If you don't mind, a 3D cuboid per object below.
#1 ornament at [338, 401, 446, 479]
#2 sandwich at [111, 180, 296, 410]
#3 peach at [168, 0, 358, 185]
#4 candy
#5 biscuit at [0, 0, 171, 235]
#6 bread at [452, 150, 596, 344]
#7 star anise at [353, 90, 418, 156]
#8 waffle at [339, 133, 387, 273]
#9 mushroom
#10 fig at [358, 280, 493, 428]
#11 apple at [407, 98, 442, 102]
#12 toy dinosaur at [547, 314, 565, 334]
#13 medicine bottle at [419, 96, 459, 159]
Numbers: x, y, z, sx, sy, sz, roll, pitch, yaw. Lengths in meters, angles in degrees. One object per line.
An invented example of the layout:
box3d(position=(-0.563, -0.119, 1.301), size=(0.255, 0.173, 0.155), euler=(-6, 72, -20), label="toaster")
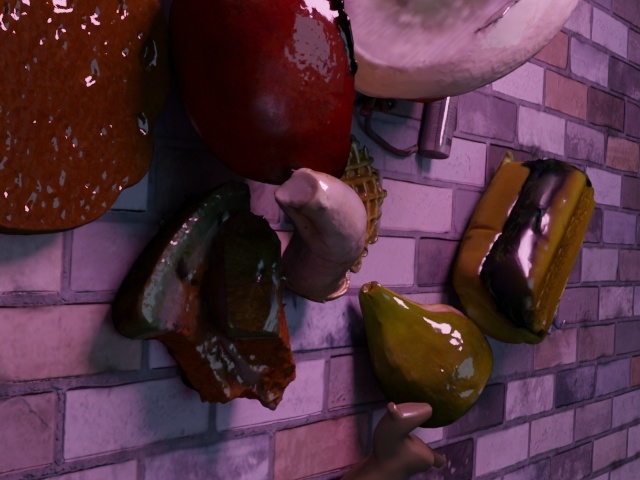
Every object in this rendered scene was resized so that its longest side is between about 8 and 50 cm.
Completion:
box3d(position=(0.118, 0.360, 1.588), size=(0.230, 0.061, 0.245), euler=(-43, 136, 8), label="ornament")
box3d(position=(-0.110, 0.101, 1.275), size=(0.250, 0.162, 0.301), euler=(-49, 127, -35), label="sandwich")
box3d(position=(-0.086, -0.204, 1.252), size=(0.201, 0.258, 0.362), euler=(-19, 122, -17), label="peach")
box3d(position=(0.180, -0.380, 1.501), size=(0.427, 0.386, 0.186), euler=(-48, 156, -19), label="candy")
box3d(position=(-0.304, -0.195, 1.068), size=(0.359, 0.074, 0.381), euler=(5, 85, -55), label="biscuit")
box3d(position=(0.391, 0.010, 1.908), size=(0.377, 0.208, 0.251), euler=(-65, 145, -27), label="bread")
box3d(position=(0.086, -0.219, 1.644), size=(0.227, 0.218, 0.148), euler=(109, -28, -58), label="star anise")
box3d(position=(0.037, -0.065, 1.553), size=(0.214, 0.054, 0.208), euler=(52, 48, -38), label="waffle")
box3d(position=(0.000, 0.000, 1.338), size=(0.351, 0.122, 0.095), euler=(90, 0, -67), label="mushroom")
box3d(position=(0.150, 0.174, 1.641), size=(0.275, 0.206, 0.206), euler=(43, 55, -16), label="fig")
box3d(position=(0.180, -0.315, 1.662), size=(0.163, 0.139, 0.164), euler=(-4, 95, -52), label="apple")
box3d(position=(0.499, 0.171, 2.203), size=(0.197, 0.045, 0.080), euler=(27, 67, -41), label="toy dinosaur")
box3d(position=(0.223, -0.250, 1.793), size=(0.057, 0.057, 0.199), euler=(22, 74, -52), label="medicine bottle")
